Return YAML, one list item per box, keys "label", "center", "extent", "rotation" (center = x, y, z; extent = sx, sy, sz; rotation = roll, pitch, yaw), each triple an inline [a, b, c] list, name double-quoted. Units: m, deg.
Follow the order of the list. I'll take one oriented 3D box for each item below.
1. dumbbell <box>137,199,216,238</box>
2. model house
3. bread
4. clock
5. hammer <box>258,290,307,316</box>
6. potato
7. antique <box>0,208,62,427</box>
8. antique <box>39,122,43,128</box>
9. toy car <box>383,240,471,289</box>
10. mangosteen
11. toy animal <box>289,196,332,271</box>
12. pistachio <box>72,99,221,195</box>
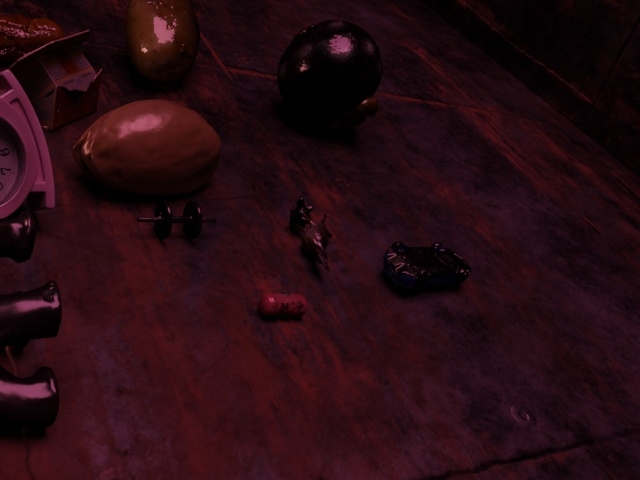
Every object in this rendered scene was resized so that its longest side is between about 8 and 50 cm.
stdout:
- label: "dumbbell"
  center: [-0.251, -0.037, 1.265]
  extent: [0.147, 0.069, 0.069]
  rotation: [-2, 39, -35]
- label: "model house"
  center: [-0.523, -0.299, 1.429]
  extent: [0.136, 0.207, 0.219]
  rotation: [58, 28, -14]
- label: "bread"
  center: [-0.719, -0.444, 1.559]
  extent: [0.344, 0.084, 0.124]
  rotation: [-10, 44, -42]
- label: "clock"
  center: [-0.555, -0.155, 1.052]
  extent: [0.080, 0.290, 0.275]
  rotation: [-1, 16, 45]
- label: "hammer"
  center: [-0.062, 0.107, 1.197]
  extent: [0.083, 0.043, 0.043]
  rotation: [5, 36, -29]
- label: "potato"
  center: [-0.388, -0.509, 1.772]
  extent: [0.173, 0.210, 0.307]
  rotation: [-9, 44, -1]
- label: "antique"
  center: [-0.459, 0.078, 0.844]
  extent: [0.255, 0.185, 0.322]
  rotation: [1, 42, -35]
- label: "antique"
  center: [-0.571, -0.143, 1.207]
  extent: [0.081, 0.080, 0.221]
  rotation: [26, 33, 6]
- label: "toy car"
  center: [0.213, 0.055, 1.438]
  extent: [0.216, 0.063, 0.103]
  rotation: [2, 38, -41]
- label: "mangosteen"
  center: [0.031, -0.416, 1.841]
  extent: [0.288, 0.288, 0.288]
  rotation: [17, 32, -11]
- label: "toy animal"
  center: [-0.008, -0.007, 1.385]
  extent: [0.105, 0.070, 0.202]
  rotation: [29, 22, -28]
- label: "pistachio"
  center: [-0.309, -0.174, 1.352]
  extent: [0.162, 0.181, 0.293]
  rotation: [0, 7, 42]
